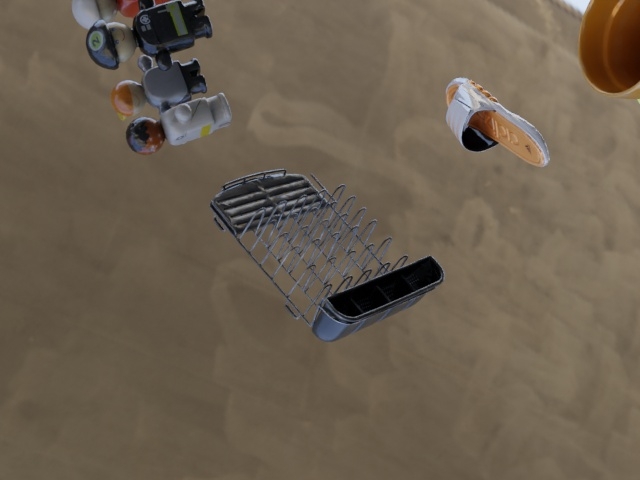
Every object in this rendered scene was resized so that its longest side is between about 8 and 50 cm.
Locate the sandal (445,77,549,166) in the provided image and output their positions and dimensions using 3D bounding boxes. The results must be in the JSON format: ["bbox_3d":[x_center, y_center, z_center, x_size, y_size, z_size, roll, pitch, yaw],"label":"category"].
[{"bbox_3d":[0.271,-0.188,1.648,0.076,0.265,0.102,-32,-49,-13],"label":"sandal"}]

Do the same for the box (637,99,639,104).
[{"bbox_3d":[0.651,-0.317,2.007,0.109,0.042,0.178,49,-157,-20],"label":"box"}]

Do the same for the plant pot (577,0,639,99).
[{"bbox_3d":[0.561,-0.327,1.612,0.188,0.205,0.205,3,-112,-26],"label":"plant pot"}]

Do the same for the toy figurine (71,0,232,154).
[{"bbox_3d":[-0.218,-0.226,1.260,0.148,0.209,0.213,-20,-142,-13],"label":"toy figurine"}]

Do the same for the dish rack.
[{"bbox_3d":[0.000,0.000,1.246,0.208,0.074,0.271,-18,-121,-46],"label":"dish rack"}]
